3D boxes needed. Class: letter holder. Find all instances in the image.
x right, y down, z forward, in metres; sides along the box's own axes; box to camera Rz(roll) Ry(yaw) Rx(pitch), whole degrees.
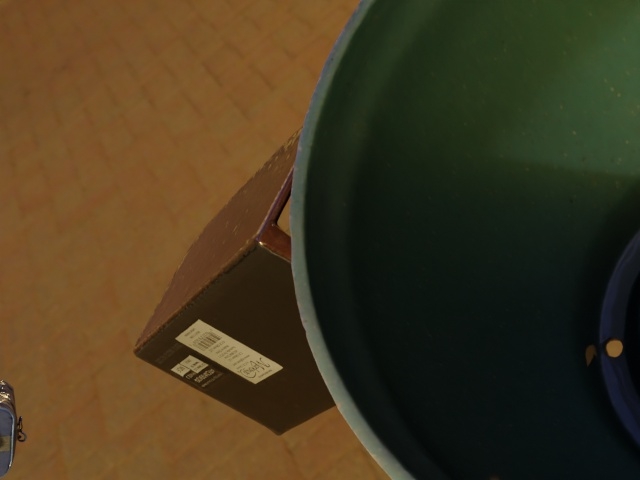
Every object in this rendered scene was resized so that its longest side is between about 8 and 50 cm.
[{"bbox_3d":[0.000,0.000,1.009,0.302,0.152,0.214,-39,24,59],"label":"letter holder"}]

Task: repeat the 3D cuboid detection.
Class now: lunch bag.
[{"bbox_3d":[-0.279,0.149,0.992,0.099,0.067,0.065,3,18,-13],"label":"lunch bag"}]

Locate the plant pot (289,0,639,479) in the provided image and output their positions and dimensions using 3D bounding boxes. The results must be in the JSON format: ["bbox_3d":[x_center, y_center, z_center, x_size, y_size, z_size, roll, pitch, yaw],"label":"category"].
[{"bbox_3d":[0.163,0.004,0.473,0.293,0.196,0.293,-11,63,23],"label":"plant pot"}]
